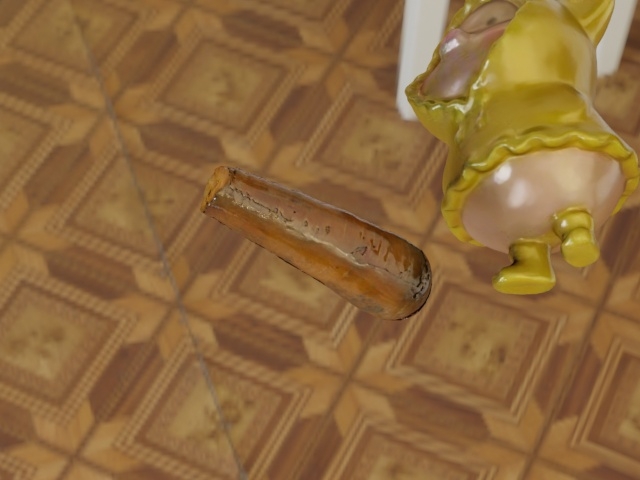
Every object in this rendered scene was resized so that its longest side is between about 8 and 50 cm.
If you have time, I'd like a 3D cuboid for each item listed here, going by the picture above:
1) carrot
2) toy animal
[{"bbox_3d":[0.000,0.000,0.980,0.161,0.055,0.055,30,49,-23],"label":"carrot"},{"bbox_3d":[0.145,-0.072,1.076,0.156,0.156,0.230,1,56,-2],"label":"toy animal"}]
